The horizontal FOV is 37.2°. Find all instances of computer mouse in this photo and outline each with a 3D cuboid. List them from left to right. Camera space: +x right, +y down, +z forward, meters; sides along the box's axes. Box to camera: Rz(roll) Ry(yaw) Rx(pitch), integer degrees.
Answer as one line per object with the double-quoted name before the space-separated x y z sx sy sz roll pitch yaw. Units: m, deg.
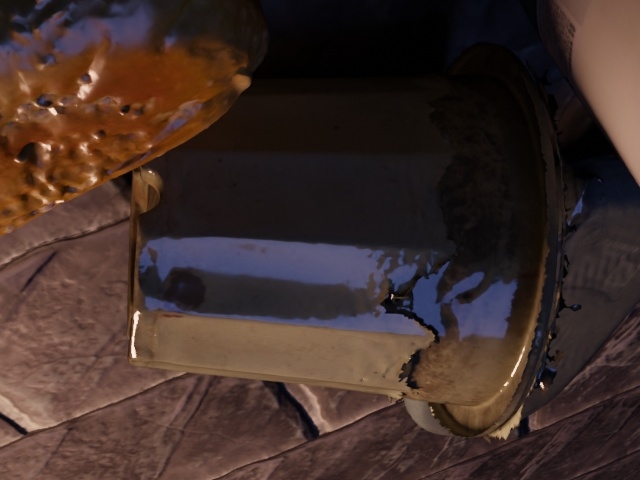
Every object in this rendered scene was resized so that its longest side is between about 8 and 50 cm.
"computer mouse" 0.201 0.039 0.899 0.188 0.122 0.371 10 130 -34

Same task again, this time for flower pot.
"flower pot" 0.000 0.000 0.646 0.259 0.290 0.290 2 138 -14

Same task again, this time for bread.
"bread" -0.164 -0.120 0.451 0.246 0.196 0.176 -27 147 6

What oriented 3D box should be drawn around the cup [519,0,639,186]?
"cup" 0.222 -0.170 0.531 0.219 0.258 0.289 -33 142 13
